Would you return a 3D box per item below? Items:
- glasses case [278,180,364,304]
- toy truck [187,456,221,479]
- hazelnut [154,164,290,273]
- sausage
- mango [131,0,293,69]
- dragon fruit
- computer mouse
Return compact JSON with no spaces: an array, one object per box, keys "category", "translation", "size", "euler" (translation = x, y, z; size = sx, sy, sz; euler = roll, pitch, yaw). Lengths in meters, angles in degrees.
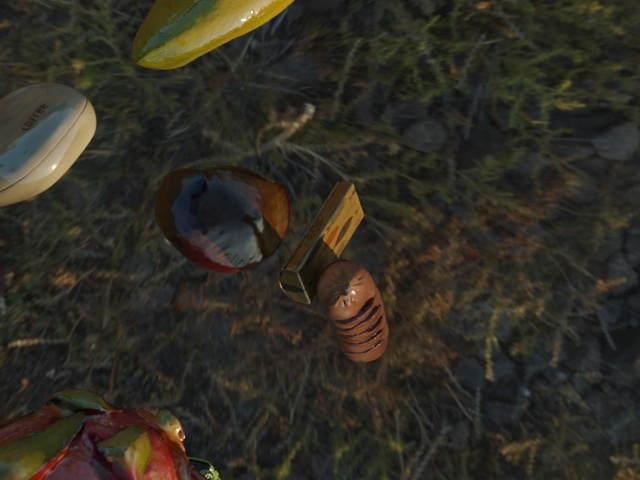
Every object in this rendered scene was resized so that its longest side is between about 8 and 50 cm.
[{"category":"glasses case","translation":[0.000,0.000,1.604],"size":[0.041,0.170,0.065],"euler":[11,141,29]},{"category":"toy truck","translation":[-0.170,0.353,1.448],"size":[0.077,0.100,0.169],"euler":[2,54,29]},{"category":"hazelnut","translation":[-0.147,-0.041,1.788],"size":[0.201,0.160,0.170],"euler":[34,117,-19]},{"category":"sausage","translation":[0.046,0.098,1.637],"size":[0.087,0.433,0.088],"euler":[-1,75,5]},{"category":"mango","translation":[-0.104,-0.307,1.425],"size":[0.317,0.176,0.119],"euler":[-49,128,-26]},{"category":"dragon fruit","translation":[-0.152,0.161,0.606],"size":[0.207,0.150,0.133],"euler":[-32,69,-28]},{"category":"computer mouse","translation":[-0.334,-0.104,1.313],"size":[0.082,0.236,0.145],"euler":[45,64,-26]}]
